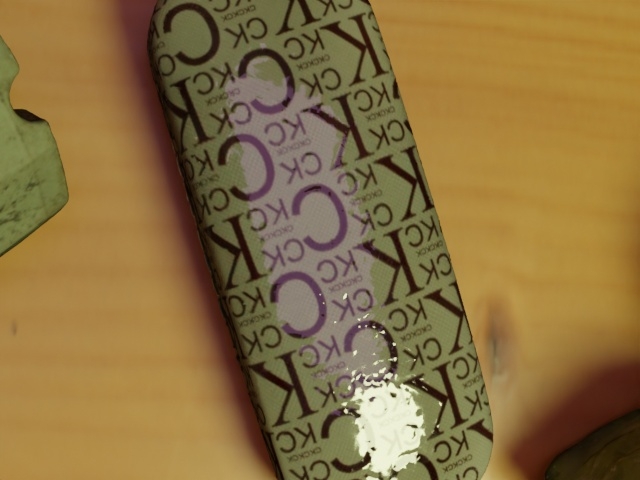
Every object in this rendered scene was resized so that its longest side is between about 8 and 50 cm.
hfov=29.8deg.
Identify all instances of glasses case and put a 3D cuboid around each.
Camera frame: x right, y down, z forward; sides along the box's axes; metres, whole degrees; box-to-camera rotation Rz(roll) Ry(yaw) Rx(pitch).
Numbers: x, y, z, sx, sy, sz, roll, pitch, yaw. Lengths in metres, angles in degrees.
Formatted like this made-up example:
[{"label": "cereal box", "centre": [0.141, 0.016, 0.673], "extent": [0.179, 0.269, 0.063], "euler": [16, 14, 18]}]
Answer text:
[{"label": "glasses case", "centre": [0.000, 0.000, 0.710], "extent": [0.137, 0.085, 0.354], "euler": [-17, 91, -10]}]

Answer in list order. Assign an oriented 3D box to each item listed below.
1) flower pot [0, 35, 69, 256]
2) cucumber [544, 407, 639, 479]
[{"label": "flower pot", "centre": [-0.284, -0.027, 0.591], "extent": [0.259, 0.290, 0.290], "euler": [-36, 95, -23]}, {"label": "cucumber", "centre": [0.244, 0.219, 0.736], "extent": [0.134, 0.134, 0.244], "euler": [-34, 102, -10]}]
